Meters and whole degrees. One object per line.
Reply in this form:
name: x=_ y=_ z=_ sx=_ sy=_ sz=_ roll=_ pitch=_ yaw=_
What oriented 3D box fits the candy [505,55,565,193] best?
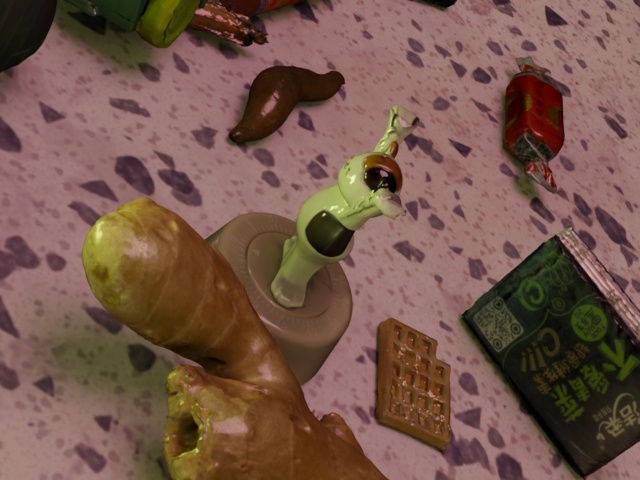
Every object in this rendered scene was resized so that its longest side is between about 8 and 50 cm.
candy: x=0.306 y=-0.173 z=1.724 sx=0.086 sy=0.059 sz=0.292 roll=27 pitch=40 yaw=-15

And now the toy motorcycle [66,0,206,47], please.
toy motorcycle: x=-0.172 y=-0.376 z=1.352 sx=0.191 sy=0.200 sz=0.326 roll=31 pitch=40 yaw=6

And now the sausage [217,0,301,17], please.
sausage: x=-0.031 y=-0.349 z=1.578 sx=0.074 sy=0.074 sz=0.274 roll=49 pitch=38 yaw=7

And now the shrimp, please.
shrimp: x=-0.144 y=-0.293 z=1.457 sx=0.178 sy=0.034 sz=0.124 roll=16 pitch=42 yaw=-17

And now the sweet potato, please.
sweet potato: x=-0.036 y=-0.179 z=1.431 sx=0.069 sy=0.059 sz=0.249 roll=63 pitch=34 yaw=-8

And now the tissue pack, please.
tissue pack: x=0.284 y=0.124 z=1.335 sx=0.073 sy=0.173 sz=0.235 roll=-22 pitch=70 yaw=-49

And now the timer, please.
timer: x=0.000 y=0.000 z=1.122 sx=0.175 sy=0.266 sz=0.175 roll=24 pitch=41 yaw=-23

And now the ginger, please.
ginger: x=-0.057 y=0.158 z=1.029 sx=0.348 sy=0.122 sz=0.363 roll=12 pitch=58 yaw=-46

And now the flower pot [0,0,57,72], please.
flower pot: x=-0.365 y=-0.250 z=1.121 sx=0.243 sy=0.157 sz=0.189 roll=23 pitch=41 yaw=-22

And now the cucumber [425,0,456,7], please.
cucumber: x=0.102 y=-0.390 z=1.758 sx=0.256 sy=0.043 sz=0.044 roll=9 pitch=45 yaw=-35

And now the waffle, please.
waffle: x=0.099 y=0.149 z=1.272 sx=0.092 sy=0.021 sz=0.135 roll=26 pitch=42 yaw=-19
